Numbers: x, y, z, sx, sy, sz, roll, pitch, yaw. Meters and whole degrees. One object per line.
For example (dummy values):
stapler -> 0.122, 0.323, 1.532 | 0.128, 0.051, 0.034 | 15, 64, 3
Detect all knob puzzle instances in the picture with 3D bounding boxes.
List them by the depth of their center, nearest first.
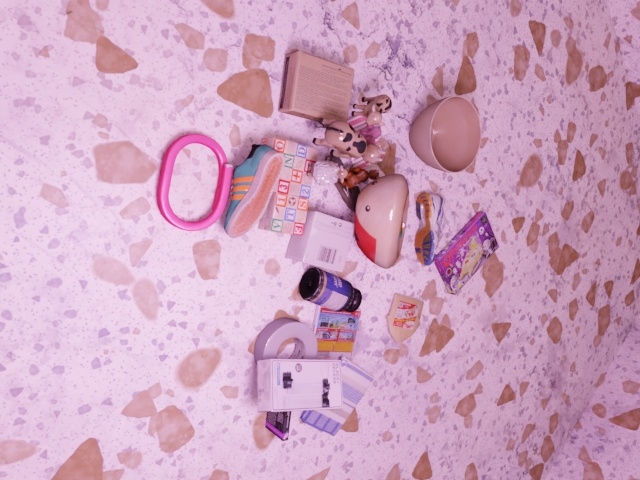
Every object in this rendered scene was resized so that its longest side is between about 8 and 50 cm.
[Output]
knob puzzle -> 0.339, 0.328, 2.133 | 0.213, 0.030, 0.213 | -6, 101, -35

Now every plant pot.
plant pot -> 0.455, -0.407, 1.999 | 0.284, 0.191, 0.283 | -7, 102, -34

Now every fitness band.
fitness band -> -0.376, -0.172, 1.547 | 0.209, 0.054, 0.290 | 10, 90, -35

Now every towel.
towel -> 0.150, -0.362, 1.898 | 0.144, 0.029, 0.197 | -29, 110, -28
towel -> 0.068, 0.595, 1.967 | 0.209, 0.034, 0.285 | 38, 84, -36

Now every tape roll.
tape roll -> -0.119, 0.382, 1.800 | 0.219, 0.072, 0.219 | -5, 100, -33

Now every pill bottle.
pill bottle -> 0.041, 0.185, 1.848 | 0.219, 0.123, 0.122 | 25, 83, -35

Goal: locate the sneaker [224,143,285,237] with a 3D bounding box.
sneaker -> -0.224, -0.156, 1.593 | 0.108, 0.121, 0.302 | 19, 104, -56

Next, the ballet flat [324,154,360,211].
ballet flat -> 0.079, -0.203, 1.862 | 0.249, 0.058, 0.084 | 56, 49, -33

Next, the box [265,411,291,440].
box -> -0.143, 0.592, 1.789 | 0.029, 0.116, 0.162 | 3, 96, -37

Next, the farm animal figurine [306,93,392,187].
farm animal figurine -> 0.128, -0.330, 1.698 | 0.327, 0.172, 0.330 | 0, 103, -45

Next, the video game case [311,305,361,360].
video game case -> 0.044, 0.387, 1.941 | 0.204, 0.025, 0.285 | 11, 92, -35

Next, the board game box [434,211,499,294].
board game box -> 0.652, 0.054, 2.299 | 0.347, 0.056, 0.208 | -42, 114, -22

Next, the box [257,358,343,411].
box -> -0.064, 0.481, 1.723 | 0.290, 0.087, 0.169 | 12, 67, -35

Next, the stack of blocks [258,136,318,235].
stack of blocks -> -0.125, -0.173, 1.699 | 0.171, 0.087, 0.297 | 8, 93, -35

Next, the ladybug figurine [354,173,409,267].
ladybug figurine -> 0.214, -0.065, 1.822 | 0.449, 0.162, 0.305 | 76, 28, -63

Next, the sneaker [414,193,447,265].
sneaker -> 0.466, -0.044, 2.114 | 0.131, 0.112, 0.296 | -4, 100, -35

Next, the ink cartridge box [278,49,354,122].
ink cartridge box -> -0.012, -0.501, 1.724 | 0.235, 0.088, 0.193 | 6, 94, -36

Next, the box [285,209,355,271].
box -> 0.000, 0.000, 1.793 | 0.181, 0.119, 0.181 | 16, 87, -35
